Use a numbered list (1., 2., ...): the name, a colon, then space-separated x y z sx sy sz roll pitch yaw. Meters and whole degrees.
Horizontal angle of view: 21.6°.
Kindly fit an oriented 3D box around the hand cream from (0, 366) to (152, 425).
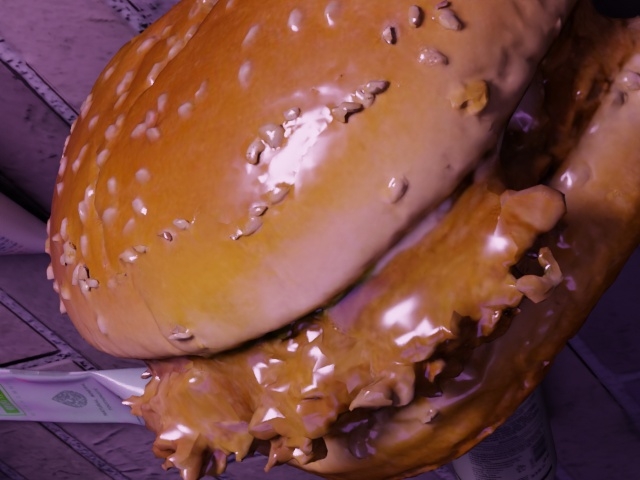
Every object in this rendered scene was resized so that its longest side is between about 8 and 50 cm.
1. hand cream: -0.222 0.131 1.428 0.275 0.050 0.079 -1 116 22

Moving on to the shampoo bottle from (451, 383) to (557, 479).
1. shampoo bottle: 0.124 0.107 1.272 0.085 0.085 0.262 -2 143 15

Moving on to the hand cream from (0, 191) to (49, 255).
1. hand cream: -0.274 -0.022 1.177 0.133 0.083 0.248 0 165 15

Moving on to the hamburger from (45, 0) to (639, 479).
1. hamburger: 0.000 0.000 0.987 0.445 0.287 0.268 -27 129 37
